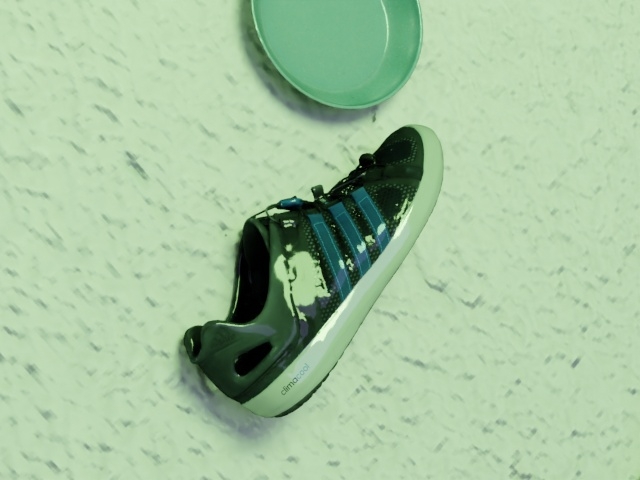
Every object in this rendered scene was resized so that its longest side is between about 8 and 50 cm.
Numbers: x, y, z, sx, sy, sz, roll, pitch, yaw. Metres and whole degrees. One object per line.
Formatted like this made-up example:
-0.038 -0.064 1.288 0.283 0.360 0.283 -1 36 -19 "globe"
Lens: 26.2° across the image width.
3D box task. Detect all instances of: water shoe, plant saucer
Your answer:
0.000 0.000 0.773 0.080 0.073 0.203 38 65 -16 "water shoe"
0.007 -0.135 0.830 0.119 0.021 0.119 6 78 -29 "plant saucer"
